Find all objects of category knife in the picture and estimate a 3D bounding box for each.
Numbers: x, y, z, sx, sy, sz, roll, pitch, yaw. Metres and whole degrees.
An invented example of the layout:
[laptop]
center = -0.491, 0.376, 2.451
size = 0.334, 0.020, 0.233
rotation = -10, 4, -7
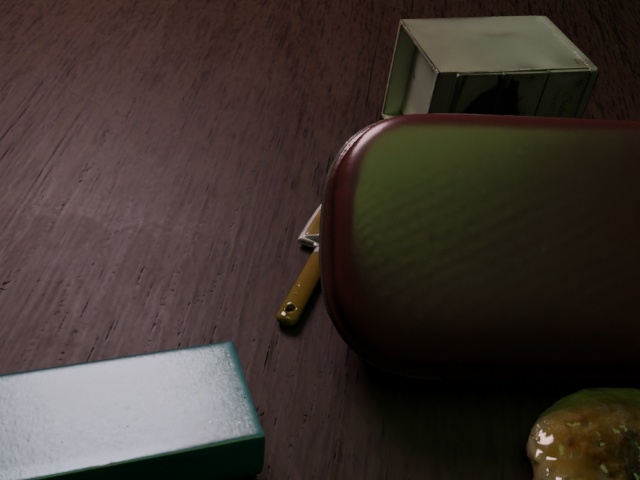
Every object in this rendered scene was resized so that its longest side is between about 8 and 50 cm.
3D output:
[knife]
center = 0.000, -0.001, 0.870
size = 0.046, 0.022, 0.256
rotation = 15, 41, 12

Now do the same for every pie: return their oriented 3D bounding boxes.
[pie]
center = 0.264, 0.198, 0.673
size = 0.185, 0.052, 0.218
rotation = 24, 41, 23

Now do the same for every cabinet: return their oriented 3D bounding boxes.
[cabinet]
center = 0.205, -0.183, 1.020
size = 0.206, 0.145, 0.150
rotation = -5, 43, -16

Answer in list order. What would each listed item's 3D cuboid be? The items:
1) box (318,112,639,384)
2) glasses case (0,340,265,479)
[box]
center = 0.199, 0.004, 0.767
size = 0.403, 0.108, 0.263
rotation = 2, 77, -6
[glasses case]
center = -0.202, 0.157, 0.625
size = 0.301, 0.070, 0.117
rotation = -7, 38, -16
